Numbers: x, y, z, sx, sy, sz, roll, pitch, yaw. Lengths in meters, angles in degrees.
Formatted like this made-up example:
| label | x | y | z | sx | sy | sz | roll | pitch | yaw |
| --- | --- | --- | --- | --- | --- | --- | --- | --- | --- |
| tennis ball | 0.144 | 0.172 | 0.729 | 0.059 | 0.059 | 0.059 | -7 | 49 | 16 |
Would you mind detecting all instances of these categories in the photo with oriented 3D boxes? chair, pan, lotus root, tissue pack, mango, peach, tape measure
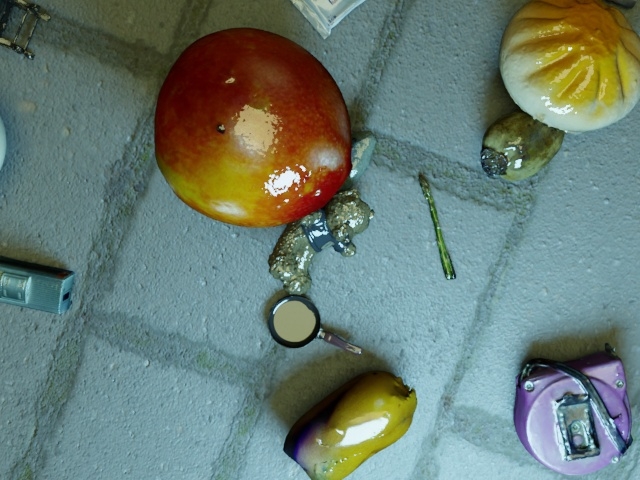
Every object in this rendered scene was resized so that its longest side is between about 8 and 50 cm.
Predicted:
| label | x | y | z | sx | sy | sz | roll | pitch | yaw |
| --- | --- | --- | --- | --- | --- | --- | --- | --- | --- |
| chair | -0.680 | -0.464 | 1.594 | 0.229 | 0.113 | 0.106 | 23 | 91 | -4 |
| pan | -0.009 | 0.190 | 1.659 | 0.212 | 0.040 | 0.114 | 22 | 93 | 6 |
| lotus root | 0.421 | -0.201 | 1.595 | 0.214 | 0.138 | 0.138 | -23 | 93 | -11 |
| tissue pack | 0.040 | -0.525 | 1.623 | 0.193 | 0.026 | 0.122 | -41 | 93 | 3 |
| mango | 0.066 | 0.377 | 1.601 | 0.287 | 0.201 | 0.152 | -34 | 73 | -9 |
| peach | -0.117 | -0.203 | 1.470 | 0.389 | 0.388 | 0.387 | 0 | 93 | 0 |
| tape measure | 0.514 | 0.350 | 1.612 | 0.232 | 0.149 | 0.245 | -15 | 93 | 0 |

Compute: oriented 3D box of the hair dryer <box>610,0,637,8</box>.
| label | x | y | z | sx | sy | sz | roll | pitch | yaw |
| --- | --- | --- | --- | --- | --- | --- | --- | --- | --- |
| hair dryer | 0.631 | -0.540 | 1.618 | 0.063 | 0.037 | 0.114 | 21 | 86 | 0 |

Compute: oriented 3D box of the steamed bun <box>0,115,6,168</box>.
| label | x | y | z | sx | sy | sz | roll | pitch | yaw |
| --- | --- | --- | --- | --- | --- | --- | --- | --- | --- |
| steamed bun | -0.770 | -0.199 | 1.572 | 0.283 | 0.177 | 0.282 | 0 | 95 | -6 |

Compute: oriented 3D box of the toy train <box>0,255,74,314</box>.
| label | x | y | z | sx | sy | sz | roll | pitch | yaw |
| --- | --- | --- | --- | --- | --- | --- | --- | --- | --- |
| toy train | -0.725 | 0.070 | 1.636 | 0.410 | 0.089 | 0.086 | 12 | 99 | -1 |

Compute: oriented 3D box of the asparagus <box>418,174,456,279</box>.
| label | x | y | z | sx | sy | sz | roll | pitch | yaw |
| --- | --- | --- | --- | --- | --- | --- | --- | --- | --- |
| asparagus | 0.245 | -0.027 | 1.656 | 0.022 | 0.023 | 0.232 | -20 | 95 | -43 |

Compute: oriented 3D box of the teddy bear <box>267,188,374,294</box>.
| label | x | y | z | sx | sy | sz | roll | pitch | yaw |
| --- | --- | --- | --- | --- | --- | --- | --- | --- | --- |
| teddy bear | -0.012 | -0.014 | 1.607 | 0.251 | 0.182 | 0.129 | -38 | 61 | 7 |

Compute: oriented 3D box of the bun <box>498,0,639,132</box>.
| label | x | y | z | sx | sy | sz | roll | pitch | yaw |
| --- | --- | --- | --- | --- | --- | --- | --- | --- | --- |
| bun | 0.496 | -0.359 | 1.515 | 0.299 | 0.164 | 0.298 | 3 | 68 | -6 |

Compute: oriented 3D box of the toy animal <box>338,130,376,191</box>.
| label | x | y | z | sx | sy | sz | roll | pitch | yaw |
| --- | --- | --- | --- | --- | --- | --- | --- | --- | --- |
| toy animal | 0.028 | -0.128 | 1.637 | 0.253 | 0.070 | 0.079 | -46 | 57 | 14 |
